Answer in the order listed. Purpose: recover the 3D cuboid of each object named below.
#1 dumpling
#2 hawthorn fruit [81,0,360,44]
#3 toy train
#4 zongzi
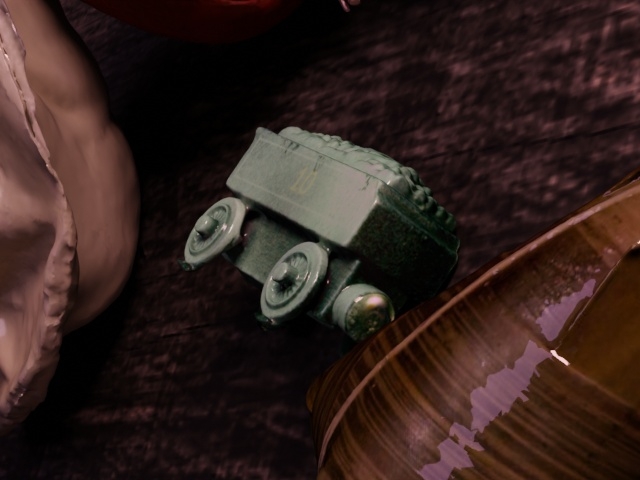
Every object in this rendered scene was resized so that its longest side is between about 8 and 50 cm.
[{"bbox_3d":[-0.204,-0.084,1.090,0.315,0.233,0.395,-15,91,62],"label":"dumpling"},{"bbox_3d":[-0.061,-0.200,1.030,0.211,0.211,0.299,-58,44,14],"label":"hawthorn fruit"},{"bbox_3d":[0.000,0.000,0.908,0.099,0.070,0.172,-56,28,-4],"label":"toy train"},{"bbox_3d":[0.082,0.024,0.711,0.248,0.111,0.241,-51,24,15],"label":"zongzi"}]
